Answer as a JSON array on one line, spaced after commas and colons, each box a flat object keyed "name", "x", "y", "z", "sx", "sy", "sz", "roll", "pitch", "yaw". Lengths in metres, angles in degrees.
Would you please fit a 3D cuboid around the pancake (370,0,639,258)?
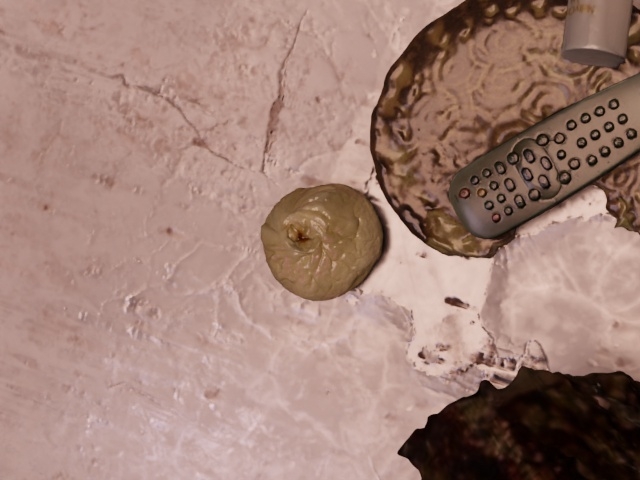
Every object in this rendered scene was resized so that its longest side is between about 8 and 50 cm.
[{"name": "pancake", "x": 0.195, "y": -0.098, "z": 1.290, "sx": 0.286, "sy": 0.033, "sz": 0.288, "roll": 42, "pitch": 99, "yaw": 9}]

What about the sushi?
[{"name": "sushi", "x": 0.215, "y": 0.282, "z": 1.115, "sx": 0.281, "sy": 0.299, "sz": 0.294, "roll": -53, "pitch": 52, "yaw": 19}]

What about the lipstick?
[{"name": "lipstick", "x": 0.256, "y": -0.285, "z": 1.244, "sx": 0.059, "sy": 0.059, "sz": 0.264, "roll": 7, "pitch": 83, "yaw": 14}]

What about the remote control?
[{"name": "remote control", "x": 0.217, "y": -0.077, "z": 1.247, "sx": 0.222, "sy": 0.042, "sz": 0.072, "roll": -31, "pitch": 84, "yaw": 13}]

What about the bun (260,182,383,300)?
[{"name": "bun", "x": 0.000, "y": 0.000, "z": 1.316, "sx": 0.115, "sy": 0.069, "sz": 0.115, "roll": 0, "pitch": 91, "yaw": 12}]
